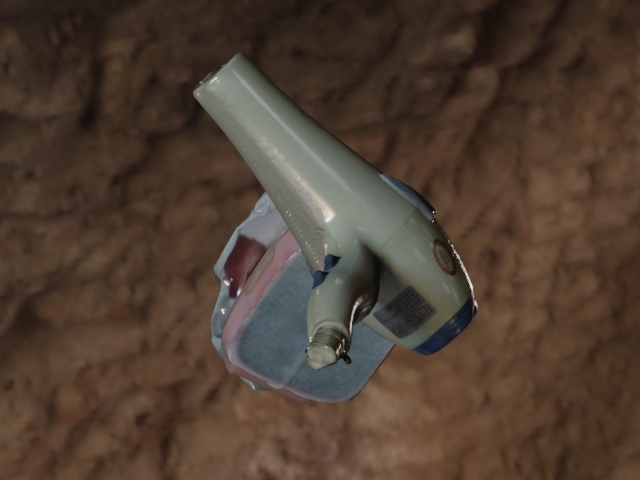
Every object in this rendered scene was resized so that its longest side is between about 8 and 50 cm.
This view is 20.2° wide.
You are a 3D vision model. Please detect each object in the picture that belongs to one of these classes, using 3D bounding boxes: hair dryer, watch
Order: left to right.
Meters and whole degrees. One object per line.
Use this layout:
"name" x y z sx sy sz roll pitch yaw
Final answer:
"hair dryer" -0.014 -0.030 1.434 0.119 0.296 0.298 -41 -14 19
"watch" -0.015 0.036 1.814 0.253 0.161 0.241 -54 22 23
